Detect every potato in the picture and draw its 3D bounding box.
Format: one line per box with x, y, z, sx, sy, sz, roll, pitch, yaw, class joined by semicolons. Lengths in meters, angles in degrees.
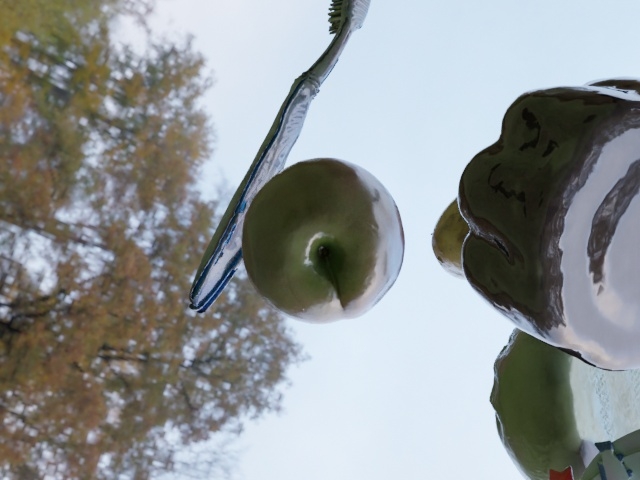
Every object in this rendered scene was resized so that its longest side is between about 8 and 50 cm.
0.223;-0.021;1.228;0.161;0.235;0.128;-27;-89;26;potato

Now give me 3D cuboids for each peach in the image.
0.002;-0.001;0.456;0.083;0.083;0.083;-32;-135;38;peach

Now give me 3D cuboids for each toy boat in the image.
0.232;0.143;0.624;0.034;0.149;0.105;-48;145;-67;toy boat

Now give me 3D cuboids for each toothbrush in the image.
-0.030;-0.105;0.872;0.042;0.035;0.413;-7;-133;40;toothbrush

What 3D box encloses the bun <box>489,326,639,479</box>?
0.315;0.214;1.241;0.179;0.283;0.283;-13;-123;41;bun

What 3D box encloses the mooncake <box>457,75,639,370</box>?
0.285;-0.024;0.922;0.306;0.306;0.154;-61;-147;4;mooncake
